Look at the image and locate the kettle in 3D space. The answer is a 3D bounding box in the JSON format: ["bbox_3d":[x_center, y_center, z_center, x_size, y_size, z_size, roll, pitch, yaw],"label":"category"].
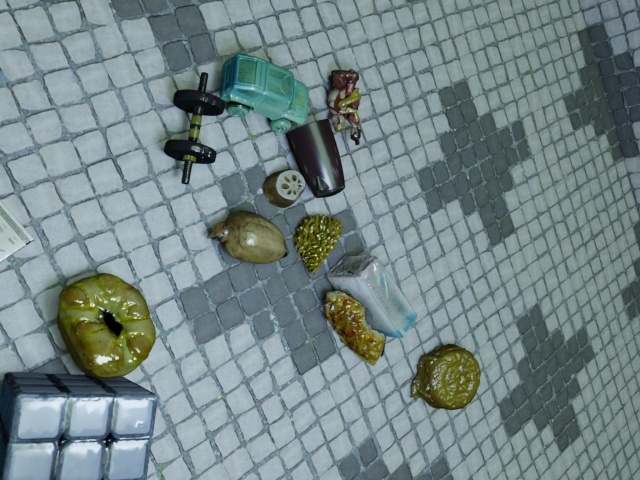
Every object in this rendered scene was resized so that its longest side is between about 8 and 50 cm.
[{"bbox_3d":[-0.001,-0.251,1.862,0.202,0.144,0.232,-32,104,-73],"label":"kettle"}]

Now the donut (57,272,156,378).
[{"bbox_3d":[-0.532,0.215,1.462,0.209,0.128,0.261,-14,74,-41],"label":"donut"}]

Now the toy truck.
[{"bbox_3d":[-0.162,-0.437,1.738,0.279,0.156,0.154,14,71,-33],"label":"toy truck"}]

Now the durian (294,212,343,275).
[{"bbox_3d":[0.002,-0.001,1.871,0.182,0.165,0.132,-37,141,-5],"label":"durian"}]

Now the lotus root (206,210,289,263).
[{"bbox_3d":[-0.198,-0.010,1.723,0.257,0.140,0.154,19,37,-41],"label":"lotus root"}]

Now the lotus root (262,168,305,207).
[{"bbox_3d":[-0.112,-0.167,1.823,0.112,0.081,0.122,44,66,-15],"label":"lotus root"}]

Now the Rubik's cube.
[{"bbox_3d":[-0.578,0.475,1.351,0.304,0.301,0.304,9,82,-32],"label":"Rubik's cube"}]

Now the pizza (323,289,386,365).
[{"bbox_3d":[0.106,0.287,1.887,0.085,0.161,0.305,-45,109,-39],"label":"pizza"}]

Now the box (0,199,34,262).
[{"bbox_3d":[-0.820,0.023,1.376,0.247,0.033,0.129,-44,111,-27],"label":"box"}]

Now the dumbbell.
[{"bbox_3d":[-0.350,-0.315,1.632,0.143,0.143,0.325,13,81,-32],"label":"dumbbell"}]

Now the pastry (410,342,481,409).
[{"bbox_3d":[0.465,0.495,2.127,0.235,0.132,0.239,28,72,-30],"label":"pastry"}]

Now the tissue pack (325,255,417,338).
[{"bbox_3d":[0.168,0.182,1.912,0.124,0.202,0.271,-48,114,-29],"label":"tissue pack"}]

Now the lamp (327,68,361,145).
[{"bbox_3d":[0.078,-0.437,1.934,0.119,0.118,0.253,2,86,-33],"label":"lamp"}]
